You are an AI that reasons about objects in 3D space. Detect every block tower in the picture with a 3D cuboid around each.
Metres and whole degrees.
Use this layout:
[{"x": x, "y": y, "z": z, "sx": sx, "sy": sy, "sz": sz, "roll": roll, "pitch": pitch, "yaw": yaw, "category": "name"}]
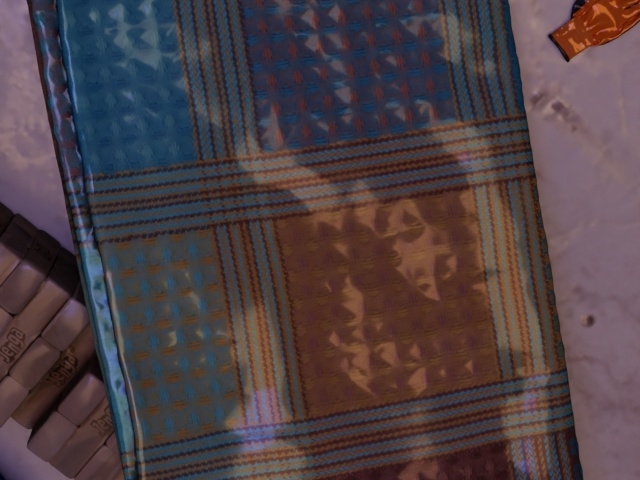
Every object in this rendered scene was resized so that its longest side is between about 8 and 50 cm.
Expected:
[{"x": -0.141, "y": 0.075, "z": 0.938, "sx": 0.335, "sy": 0.091, "sz": 0.097, "roll": 39, "pitch": 96, "yaw": -11, "category": "block tower"}]

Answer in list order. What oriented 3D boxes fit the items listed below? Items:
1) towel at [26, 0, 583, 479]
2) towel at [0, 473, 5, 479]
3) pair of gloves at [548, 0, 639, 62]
[{"x": 0.000, "y": 0.000, "z": 0.898, "sx": 0.271, "sy": 0.040, "sz": 0.370, "roll": -11, "pitch": 92, "yaw": -14, "category": "towel"}, {"x": -0.300, "y": 0.250, "z": 0.975, "sx": 0.308, "sy": 0.076, "sz": 0.227, "roll": -39, "pitch": 101, "yaw": 5, "category": "towel"}, {"x": 0.155, "y": -0.155, "z": 0.946, "sx": 0.074, "sy": 0.010, "sz": 0.083, "roll": -33, "pitch": 102, "yaw": 4, "category": "pair of gloves"}]
